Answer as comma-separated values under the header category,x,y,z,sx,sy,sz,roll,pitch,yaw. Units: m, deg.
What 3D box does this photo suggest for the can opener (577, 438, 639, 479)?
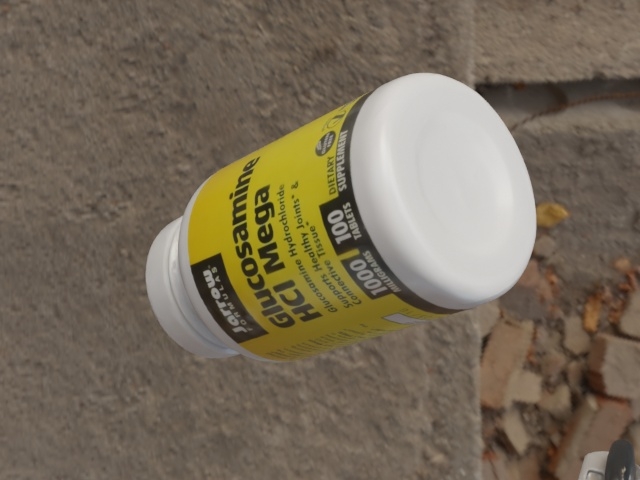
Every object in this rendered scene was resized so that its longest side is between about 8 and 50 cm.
category,x,y,z,sx,sy,sz,roll,pitch,yaw
can opener,0.329,0.378,1.405,0.076,0.283,0.095,13,149,21

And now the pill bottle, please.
category,x,y,z,sx,sy,sz,roll,pitch,yaw
pill bottle,0.000,0.000,0.978,0.188,0.188,0.334,37,142,-27
